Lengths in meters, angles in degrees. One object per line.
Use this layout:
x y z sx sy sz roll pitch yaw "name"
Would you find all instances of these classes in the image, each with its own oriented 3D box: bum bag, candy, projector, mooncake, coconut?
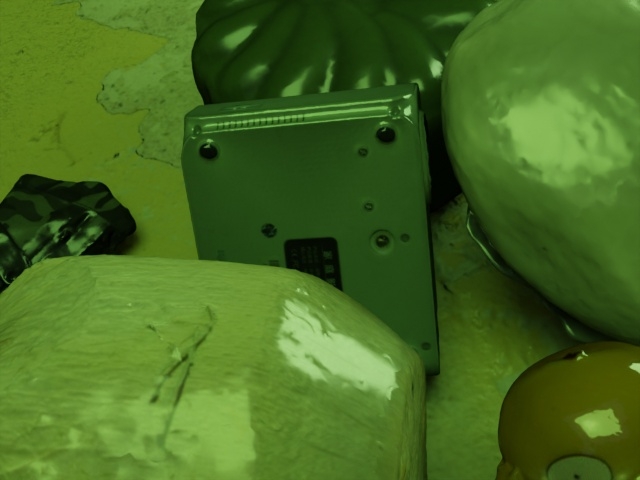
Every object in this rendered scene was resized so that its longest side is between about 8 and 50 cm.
-0.341 0.056 0.857 0.144 0.095 0.340 33 69 12 "bum bag"
0.306 -0.083 0.708 0.427 0.186 0.386 11 62 -7 "candy"
0.000 0.000 0.731 0.198 0.250 0.108 -4 18 8 "projector"
0.031 -0.186 0.893 0.351 0.187 0.351 -4 57 6 "mooncake"
-0.110 0.178 0.577 0.360 0.346 0.346 2 57 12 "coconut"

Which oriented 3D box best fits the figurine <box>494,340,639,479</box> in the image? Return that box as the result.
0.207 0.194 0.576 0.215 0.228 0.215 -8 45 8 "figurine"
